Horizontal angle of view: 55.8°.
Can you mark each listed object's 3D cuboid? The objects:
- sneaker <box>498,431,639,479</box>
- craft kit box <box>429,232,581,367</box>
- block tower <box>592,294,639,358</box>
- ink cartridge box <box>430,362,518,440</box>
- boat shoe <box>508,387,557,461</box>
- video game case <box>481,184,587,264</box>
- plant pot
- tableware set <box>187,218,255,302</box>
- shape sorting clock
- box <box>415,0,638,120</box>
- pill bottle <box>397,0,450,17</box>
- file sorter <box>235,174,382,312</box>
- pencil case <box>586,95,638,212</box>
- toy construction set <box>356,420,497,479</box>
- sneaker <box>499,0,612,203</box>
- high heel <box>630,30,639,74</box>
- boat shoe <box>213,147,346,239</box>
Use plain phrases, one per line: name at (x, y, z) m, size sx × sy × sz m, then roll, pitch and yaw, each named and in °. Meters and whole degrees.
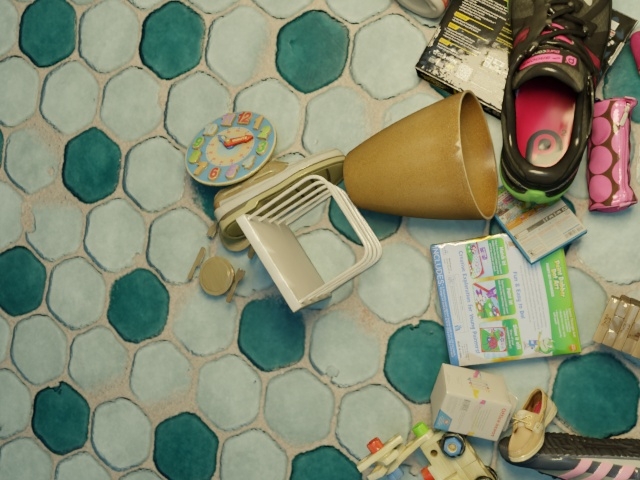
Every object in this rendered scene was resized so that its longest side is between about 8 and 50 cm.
sneaker at (0.496, 0.439, 1.125) m, size 0.319 × 0.112 × 0.131 m, roll 1°, pitch 97°, yaw 18°
craft kit box at (0.358, 0.108, 1.183) m, size 0.247 × 0.061 × 0.249 m, roll -9°, pitch 89°, yaw 17°
block tower at (0.665, 0.195, 1.053) m, size 0.335 × 0.097 × 0.091 m, roll 23°, pitch 103°, yaw 24°
ink cartridge box at (0.294, 0.312, 1.160) m, size 0.143 × 0.090 × 0.092 m, roll 13°, pitch 116°, yaw -1°
boat shoe at (0.385, 0.340, 1.126) m, size 0.063 × 0.170 × 0.059 m, roll -24°, pitch 99°, yaw 44°
video game case at (0.403, -0.049, 1.148) m, size 0.119 × 0.015 × 0.166 m, roll -31°, pitch 61°, yaw 3°
plant pot at (0.182, -0.136, 1.153) m, size 0.254 × 0.237 × 0.237 m, roll -10°, pitch 88°, yaw 30°
tableware set at (-0.200, 0.030, 1.329) m, size 0.128 × 0.039 × 0.194 m, roll 28°, pitch 94°, yaw 22°
shape sorting clock at (-0.192, -0.199, 1.279) m, size 0.206 × 0.040 × 0.206 m, roll -9°, pitch 50°, yaw 11°
box at (0.382, -0.365, 1.159) m, size 0.322 × 0.079 × 0.257 m, roll 31°, pitch 96°, yaw 12°
pill bottle at (0.237, -0.558, 1.165) m, size 0.124 × 0.124 × 0.221 m, roll 31°, pitch 93°, yaw 12°
file sorter at (0.000, 0.000, 1.159) m, size 0.173 × 0.278 × 0.193 m, roll -33°, pitch 83°, yaw 9°
pencil case at (0.537, -0.156, 1.109) m, size 0.095 × 0.098 × 0.209 m, roll -4°, pitch 92°, yaw -16°
toy construction set at (0.225, 0.484, 1.176) m, size 0.215 × 0.151 × 0.327 m, roll -37°, pitch 97°, yaw 13°
sneaker at (0.400, -0.304, 1.012) m, size 0.185 × 0.202 × 0.482 m, roll 2°, pitch 92°, yaw 13°
high heel at (0.607, -0.256, 1.102) m, size 0.117 × 0.082 × 0.244 m, roll -33°, pitch 96°, yaw 2°
boat shoe at (-0.087, -0.121, 1.259) m, size 0.302 × 0.113 × 0.103 m, roll -27°, pitch 61°, yaw -1°
